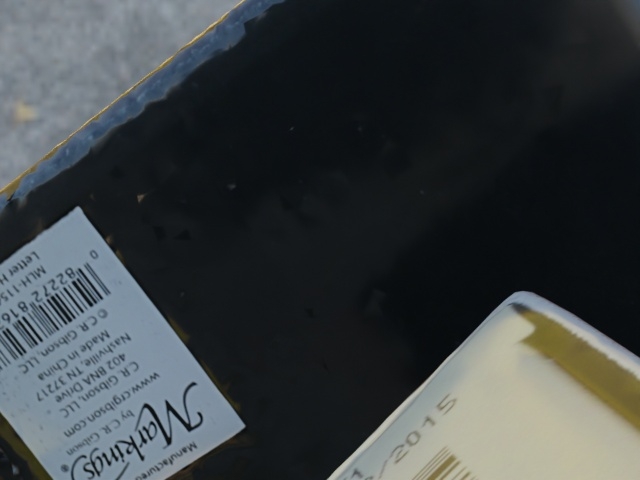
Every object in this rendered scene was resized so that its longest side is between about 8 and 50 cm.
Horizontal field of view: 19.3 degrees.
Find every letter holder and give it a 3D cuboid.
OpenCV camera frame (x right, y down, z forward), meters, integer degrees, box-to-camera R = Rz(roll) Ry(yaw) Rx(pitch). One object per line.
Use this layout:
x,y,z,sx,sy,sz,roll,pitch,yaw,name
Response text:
0.000,0.000,0.606,0.152,0.302,0.214,52,20,-7,letter holder

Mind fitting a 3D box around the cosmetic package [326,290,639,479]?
0.114,0.164,0.376,0.129,0.296,0.153,-45,20,-1,cosmetic package
